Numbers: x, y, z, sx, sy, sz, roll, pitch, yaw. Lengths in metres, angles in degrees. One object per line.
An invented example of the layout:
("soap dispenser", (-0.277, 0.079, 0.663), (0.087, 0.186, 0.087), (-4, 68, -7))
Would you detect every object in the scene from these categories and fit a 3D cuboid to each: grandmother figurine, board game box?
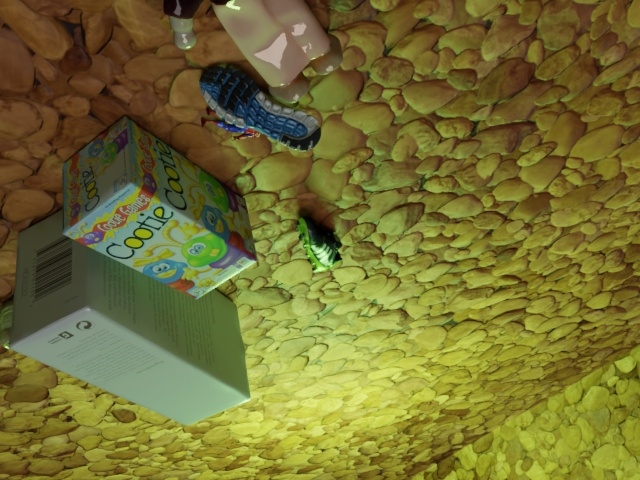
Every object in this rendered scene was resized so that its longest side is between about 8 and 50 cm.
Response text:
("grandmother figurine", (-0.104, -0.314, 0.829), (0.208, 0.104, 0.342), (-46, 138, -5))
("board game box", (-0.248, -0.042, 1.084), (0.142, 0.144, 0.275), (-32, 141, 20))

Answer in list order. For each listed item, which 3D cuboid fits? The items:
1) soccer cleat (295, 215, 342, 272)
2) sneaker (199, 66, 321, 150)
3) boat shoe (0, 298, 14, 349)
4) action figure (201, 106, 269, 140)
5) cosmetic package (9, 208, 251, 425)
("soccer cleat", (0.000, 0.000, 1.304), (0.072, 0.060, 0.179), (-25, 150, -3))
("sneaker", (-0.094, -0.190, 1.012), (0.191, 0.083, 0.071), (29, 94, -19))
("boat shoe", (-0.480, 0.201, 1.354), (0.109, 0.098, 0.302), (-38, 138, 28))
("action figure", (-0.123, -0.174, 1.054), (0.115, 0.030, 0.038), (7, 133, -30))
("cosmetic package", (-0.320, 0.147, 1.235), (0.162, 0.230, 0.453), (-26, 141, 15))
